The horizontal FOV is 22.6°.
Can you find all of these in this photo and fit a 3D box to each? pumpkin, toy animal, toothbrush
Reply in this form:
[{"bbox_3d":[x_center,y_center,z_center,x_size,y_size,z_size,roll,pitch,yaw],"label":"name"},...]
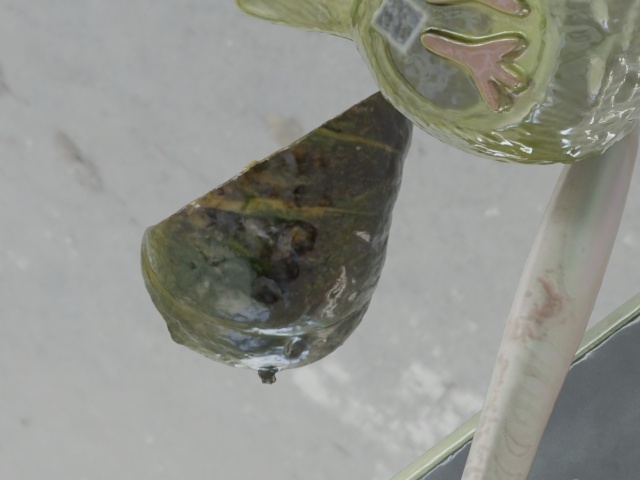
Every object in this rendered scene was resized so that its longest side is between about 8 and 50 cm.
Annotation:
[{"bbox_3d":[0.003,-0.002,1.247,0.163,0.278,0.111,58,171,0],"label":"pumpkin"},{"bbox_3d":[0.050,-0.074,0.500,0.137,0.098,0.098,11,136,30],"label":"toy animal"},{"bbox_3d":[0.052,0.061,0.449,0.025,0.307,0.029,35,142,-13],"label":"toothbrush"}]

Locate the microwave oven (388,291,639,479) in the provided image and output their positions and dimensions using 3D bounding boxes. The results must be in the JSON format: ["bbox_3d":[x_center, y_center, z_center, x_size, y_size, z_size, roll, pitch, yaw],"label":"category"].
[{"bbox_3d":[0.124,0.164,0.734,0.194,0.240,0.145,47,-173,-49],"label":"microwave oven"}]
